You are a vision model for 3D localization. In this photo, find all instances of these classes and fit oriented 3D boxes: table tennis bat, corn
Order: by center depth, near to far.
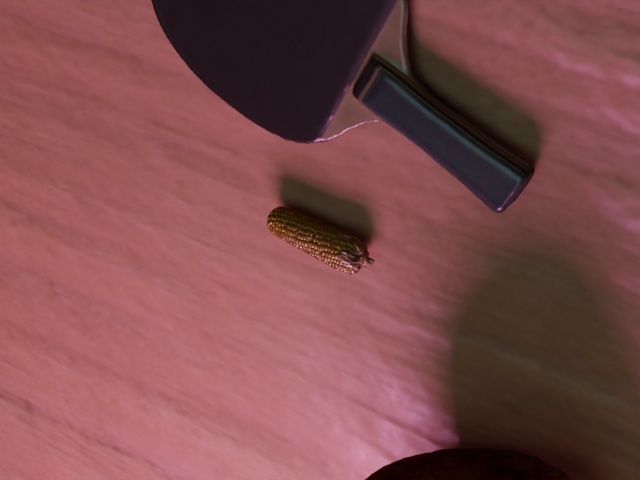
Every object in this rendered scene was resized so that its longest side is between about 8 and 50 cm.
[{"bbox_3d":[0.008,-0.124,0.684,0.301,0.022,0.173,39,128,10],"label":"table tennis bat"},{"bbox_3d":[0.000,0.000,0.752,0.083,0.028,0.027,26,83,19],"label":"corn"}]

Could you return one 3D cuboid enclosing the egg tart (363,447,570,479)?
[{"bbox_3d":[0.100,0.228,0.725,0.203,0.203,0.147,0,100,32],"label":"egg tart"}]
